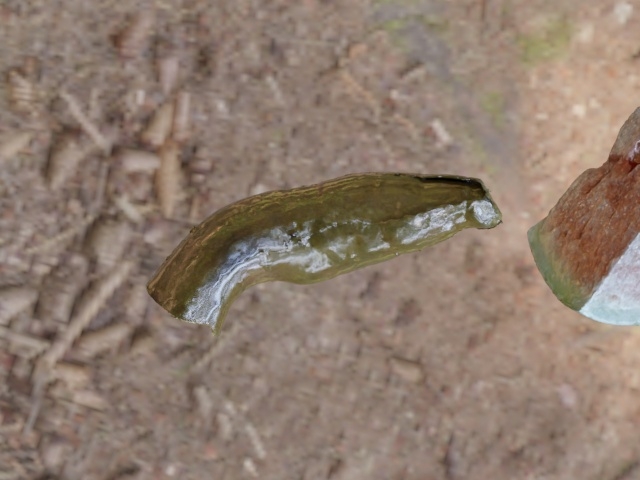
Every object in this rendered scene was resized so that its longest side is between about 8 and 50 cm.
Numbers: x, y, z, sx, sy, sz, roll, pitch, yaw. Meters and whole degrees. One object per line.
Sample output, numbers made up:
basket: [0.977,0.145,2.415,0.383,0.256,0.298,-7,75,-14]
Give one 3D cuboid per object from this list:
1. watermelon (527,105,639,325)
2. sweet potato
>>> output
watermelon: [0.184,-0.017,0.985,0.121,0.098,0.158,-21,133,-15]
sweet potato: [0.002,0.004,1.288,0.085,0.285,0.112,72,9,-48]
